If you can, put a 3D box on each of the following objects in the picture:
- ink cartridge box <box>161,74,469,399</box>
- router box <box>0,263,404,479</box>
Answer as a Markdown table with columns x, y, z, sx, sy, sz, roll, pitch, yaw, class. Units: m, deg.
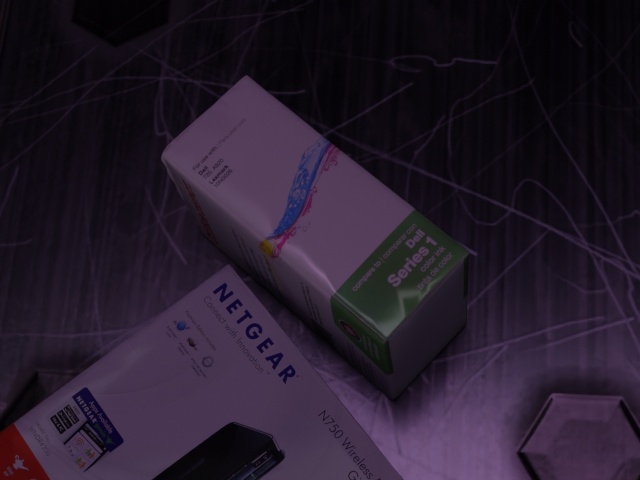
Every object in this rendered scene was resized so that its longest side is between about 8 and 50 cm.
| x | y | z | sx | sy | sz | roll | pitch | yaw | class |
| --- | --- | --- | --- | --- | --- | --- | --- | --- | --- |
| 0.000 | 0.000 | 1.183 | 0.278 | 0.201 | 0.117 | 40 | 77 | 19 | ink cartridge box |
| -0.104 | 0.238 | 1.154 | 0.301 | 0.082 | 0.335 | -37 | 65 | -8 | router box |
